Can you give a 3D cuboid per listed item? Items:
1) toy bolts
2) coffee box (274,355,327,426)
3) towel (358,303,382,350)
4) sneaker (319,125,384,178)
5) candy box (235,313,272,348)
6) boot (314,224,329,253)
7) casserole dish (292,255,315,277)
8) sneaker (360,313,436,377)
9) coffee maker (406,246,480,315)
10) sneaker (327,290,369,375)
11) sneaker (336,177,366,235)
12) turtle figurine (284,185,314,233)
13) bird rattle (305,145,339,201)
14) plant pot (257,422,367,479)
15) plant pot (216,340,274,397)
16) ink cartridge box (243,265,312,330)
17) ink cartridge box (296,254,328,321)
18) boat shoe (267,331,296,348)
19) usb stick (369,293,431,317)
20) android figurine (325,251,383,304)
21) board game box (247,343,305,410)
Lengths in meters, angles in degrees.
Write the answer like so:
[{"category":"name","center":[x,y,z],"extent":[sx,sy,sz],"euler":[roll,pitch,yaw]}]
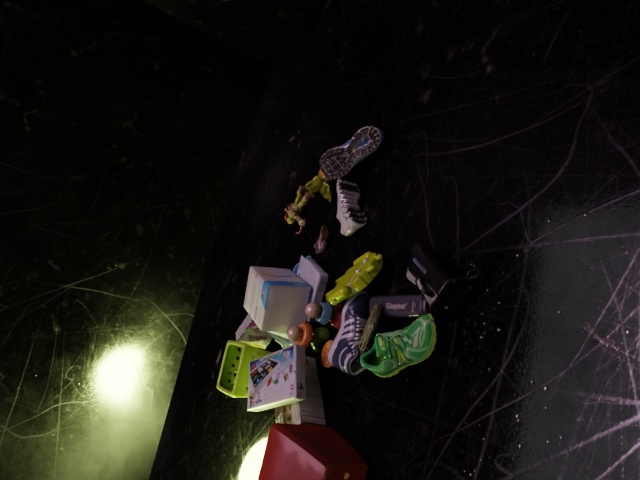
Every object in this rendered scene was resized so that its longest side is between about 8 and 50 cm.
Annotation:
[{"category":"toy bolts","center":[-0.011,0.344,1.732],"extent":[0.228,0.158,0.218],"euler":[-63,28,14]},{"category":"coffee box","center":[-0.086,0.607,1.744],"extent":[0.168,0.119,0.297],"euler":[-52,32,30]},{"category":"towel","center":[0.160,0.275,1.463],"extent":[0.148,0.027,0.110],"euler":[-57,-11,-64]},{"category":"sneaker","center":[0.139,-0.366,1.941],"extent":[0.330,0.147,0.130],"euler":[-27,90,33]},{"category":"candy box","center":[-0.284,0.409,2.188],"extent":[0.233,0.159,0.071],"euler":[-55,31,29]},{"category":"boot","center":[0.000,0.000,2.062],"extent":[0.087,0.042,0.118],"euler":[-45,37,44]},{"category":"casserole dish","center":[-0.074,0.146,2.109],"extent":[0.188,0.037,0.114],"euler":[-39,41,47]},{"category":"sneaker","center":[0.228,0.317,1.354],"extent":[0.295,0.123,0.109],"euler":[-49,34,34]},{"category":"coffee maker","center":[0.348,0.100,1.311],"extent":[0.171,0.120,0.178],"euler":[-38,36,8]},{"category":"sneaker","center":[0.130,0.320,1.562],"extent":[0.153,0.099,0.282],"euler":[21,90,59]},{"category":"sneaker","center":[0.106,-0.145,1.904],"extent":[0.118,0.110,0.292],"euler":[123,151,-42]},{"category":"turtle figurine","center":[-0.125,-0.171,2.348],"extent":[0.217,0.087,0.269],"euler":[-61,29,18]},{"category":"bird rattle","center":[0.032,-0.320,2.127],"extent":[0.253,0.143,0.207],"euler":[-64,12,7]},{"category":"plant pot","center":[-0.013,0.735,1.404],"extent":[0.236,0.267,0.267],"euler":[0,72,49]},{"category":"plant pot","center":[-0.320,0.591,2.085],"extent":[0.227,0.207,0.228],"euler":[-10,63,59]},{"category":"ink cartridge box","center":[-0.191,0.246,1.974],"extent":[0.270,0.197,0.198],"euler":[31,113,61]},{"category":"ink cartridge box","center":[-0.050,0.202,1.976],"extent":[0.224,0.045,0.223],"euler":[43,123,58]},{"category":"boat shoe","center":[-0.152,0.432,1.984],"extent":[0.319,0.116,0.099],"euler":[-5,88,62]},{"category":"usb stick","center":[0.250,0.210,1.468],"extent":[0.278,0.045,0.077],"euler":[-13,61,58]},{"category":"android figurine","center":[0.124,0.132,1.637],"extent":[0.273,0.056,0.248],"euler":[-40,7,48]},{"category":"board game box","center":[-0.170,0.523,1.730],"extent":[0.305,0.053,0.193],"euler":[-30,50,41]}]
